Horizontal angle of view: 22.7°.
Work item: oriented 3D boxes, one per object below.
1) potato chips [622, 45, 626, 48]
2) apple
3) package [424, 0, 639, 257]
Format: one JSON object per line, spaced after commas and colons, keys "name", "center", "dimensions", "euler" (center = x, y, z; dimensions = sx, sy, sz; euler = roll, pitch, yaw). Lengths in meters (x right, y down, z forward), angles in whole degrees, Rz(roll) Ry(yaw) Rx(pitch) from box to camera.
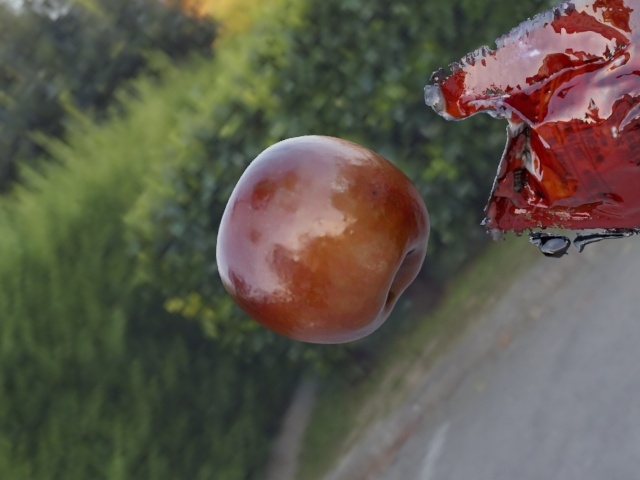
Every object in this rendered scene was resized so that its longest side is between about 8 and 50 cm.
{"name": "potato chips", "center": [0.374, -0.122, 1.665], "dimensions": [0.070, 0.429, 0.358], "euler": [-15, 8, 19]}
{"name": "apple", "center": [0.000, 0.000, 1.665], "dimensions": [0.218, 0.201, 0.218], "euler": [-57, -14, -22]}
{"name": "package", "center": [0.201, -0.077, 0.977], "dimensions": [0.269, 0.194, 0.071], "euler": [-11, 33, 34]}
